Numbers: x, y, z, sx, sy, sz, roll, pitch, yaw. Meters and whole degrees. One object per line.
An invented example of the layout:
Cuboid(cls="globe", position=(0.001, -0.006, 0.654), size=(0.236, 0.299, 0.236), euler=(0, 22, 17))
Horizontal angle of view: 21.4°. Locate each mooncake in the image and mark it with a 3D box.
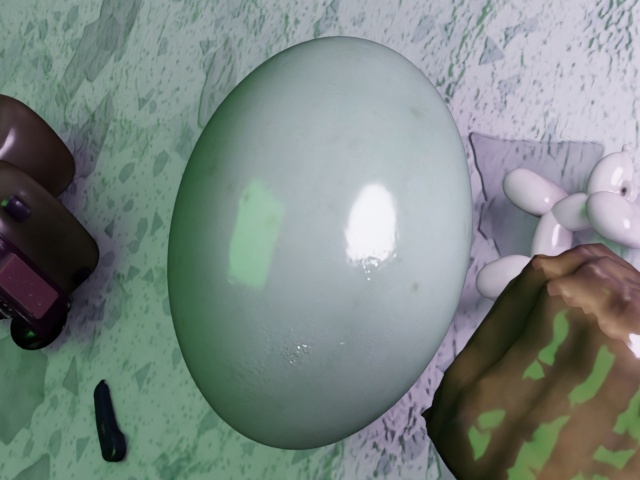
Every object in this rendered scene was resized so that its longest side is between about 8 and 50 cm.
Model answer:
Cuboid(cls="mooncake", position=(0.240, 0.144, 1.190), size=(0.187, 0.324, 0.324), euler=(-57, 40, 8))

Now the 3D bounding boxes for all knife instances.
Cuboid(cls="knife", position=(-0.244, 0.205, 1.937), size=(0.031, 0.018, 0.121), euler=(-50, 41, 31))

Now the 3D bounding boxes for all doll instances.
Cuboid(cls="doll", position=(0.219, -0.011, 1.486), size=(0.160, 0.059, 0.161), euler=(9, 79, 50))

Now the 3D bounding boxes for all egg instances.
Cuboid(cls="egg", position=(0.000, 0.000, 1.556), size=(0.276, 0.276, 0.388), euler=(0, 70, 48))

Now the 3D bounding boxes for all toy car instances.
Cuboid(cls="toy car", position=(-0.391, -0.041, 2.066), size=(0.240, 0.271, 0.341), euler=(-51, 41, -12))
